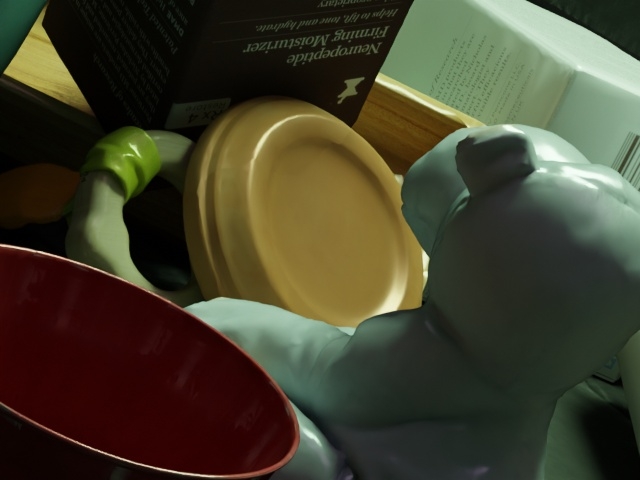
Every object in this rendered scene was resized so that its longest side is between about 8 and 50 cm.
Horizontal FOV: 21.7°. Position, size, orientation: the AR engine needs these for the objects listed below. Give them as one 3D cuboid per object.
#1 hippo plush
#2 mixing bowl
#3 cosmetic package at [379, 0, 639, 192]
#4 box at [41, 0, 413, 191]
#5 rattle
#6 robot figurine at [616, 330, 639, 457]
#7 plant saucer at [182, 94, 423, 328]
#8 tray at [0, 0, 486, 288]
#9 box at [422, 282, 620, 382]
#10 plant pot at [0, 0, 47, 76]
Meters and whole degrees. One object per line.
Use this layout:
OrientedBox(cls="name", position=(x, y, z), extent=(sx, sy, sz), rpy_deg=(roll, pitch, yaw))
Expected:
OrientedBox(cls="hippo plush", position=(0.049, 0.046, 0.824), extent=(0.234, 0.236, 0.294), rpy_deg=(23, 16, -11))
OrientedBox(cls="mixing bowl", position=(-0.109, 0.087, 0.704), extent=(0.181, 0.098, 0.181), rpy_deg=(23, 16, -7))
OrientedBox(cls="cosmetic package", position=(0.195, -0.106, 1.476), extent=(0.230, 0.161, 0.453), rpy_deg=(20, 15, -21))
OrientedBox(cls="box", position=(-0.058, -0.169, 1.102), extent=(0.168, 0.203, 0.167), rpy_deg=(-12, 54, -34))
OrientedBox(cls="rattle", position=(-0.102, 0.022, 1.051), extent=(0.200, 0.143, 0.130), rpy_deg=(32, 41, -41))
OrientedBox(cls="robot figurine", position=(0.304, 0.073, 1.138), extent=(0.200, 0.300, 0.353), rpy_deg=(-14, 31, 9))
OrientedBox(cls="plant saucer", position=(0.000, 0.000, 1.039), extent=(0.200, 0.037, 0.200), rpy_deg=(22, 57, -40))
OrientedBox(cls="tray", position=(-0.098, -0.094, 1.214), extent=(0.411, 0.076, 0.203), rpy_deg=(25, 42, 0))
OrientedBox(cls="box", position=(0.098, -0.004, 1.402), extent=(0.322, 0.058, 0.232), rpy_deg=(25, 16, -10))
OrientedBox(cls="plant pot", position=(-0.299, -0.171, 0.981), extent=(0.293, 0.235, 0.293), rpy_deg=(24, 15, -7))
